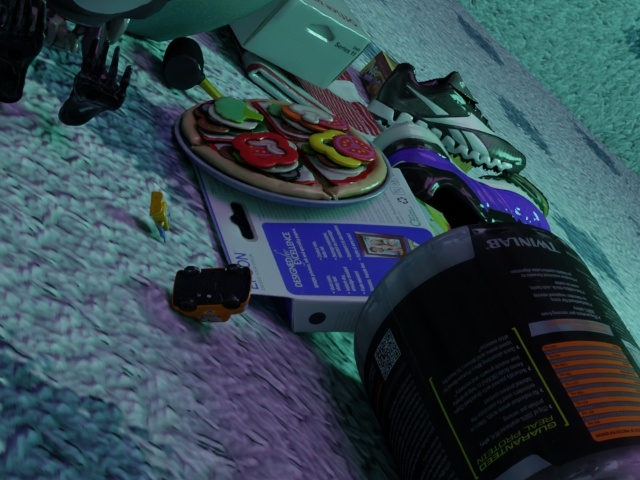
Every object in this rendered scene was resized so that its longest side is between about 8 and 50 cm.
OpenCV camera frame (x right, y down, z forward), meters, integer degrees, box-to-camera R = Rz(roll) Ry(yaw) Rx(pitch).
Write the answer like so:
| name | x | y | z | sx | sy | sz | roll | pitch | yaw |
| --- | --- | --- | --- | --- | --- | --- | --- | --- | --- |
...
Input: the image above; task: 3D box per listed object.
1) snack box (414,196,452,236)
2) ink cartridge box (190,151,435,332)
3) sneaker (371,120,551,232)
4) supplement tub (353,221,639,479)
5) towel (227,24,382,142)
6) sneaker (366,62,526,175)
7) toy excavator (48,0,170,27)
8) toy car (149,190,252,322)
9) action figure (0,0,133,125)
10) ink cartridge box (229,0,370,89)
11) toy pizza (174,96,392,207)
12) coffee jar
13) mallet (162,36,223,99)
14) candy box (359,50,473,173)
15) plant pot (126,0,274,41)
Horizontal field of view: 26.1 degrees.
| name | x | y | z | sx | sy | sz | roll | pitch | yaw |
| --- | --- | --- | --- | --- | --- | --- | --- | --- | --- |
| snack box | 0.092 | 0.031 | 1.359 | 0.174 | 0.070 | 0.207 | 28 | 24 | -43 |
| ink cartridge box | 0.000 | 0.000 | 1.192 | 0.208 | 0.045 | 0.206 | 4 | 35 | -22 |
| sneaker | 0.178 | -0.015 | 1.641 | 0.293 | 0.102 | 0.146 | 28 | 29 | -36 |
| supplement tub | 0.164 | 0.159 | 1.015 | 0.207 | 0.207 | 0.338 | 34 | 22 | -37 |
| towel | -0.038 | -0.241 | 1.714 | 0.237 | 0.037 | 0.329 | 33 | 22 | -36 |
| sneaker | 0.181 | -0.165 | 1.830 | 0.234 | 0.106 | 0.078 | 23 | 7 | -13 |
| toy excavator | -0.322 | -0.264 | 0.713 | 0.222 | 0.433 | 0.445 | 59 | -7 | 33 |
| toy car | -0.085 | 0.013 | 1.011 | 0.040 | 0.060 | 0.122 | 77 | -5 | -51 |
| action figure | -0.200 | -0.208 | 1.084 | 0.164 | 0.141 | 0.275 | 24 | 28 | -28 |
| ink cartridge box | -0.053 | -0.289 | 1.601 | 0.153 | 0.087 | 0.208 | 22 | 30 | -46 |
| toy pizza | -0.030 | -0.090 | 1.242 | 0.201 | 0.032 | 0.201 | 12 | 27 | -6 |
| coffee jar | 0.254 | -0.044 | 1.897 | 0.096 | 0.079 | 0.184 | 44 | 17 | 12 |
| mallet | -0.083 | -0.118 | 1.343 | 0.189 | 0.039 | 0.062 | 47 | 15 | -14 |
| candy box | 0.144 | -0.180 | 1.983 | 0.187 | 0.053 | 0.109 | 38 | 19 | -30 |
| plant pot | -0.143 | -0.330 | 1.292 | 0.248 | 0.252 | 0.247 | 53 | 17 | 19 |
